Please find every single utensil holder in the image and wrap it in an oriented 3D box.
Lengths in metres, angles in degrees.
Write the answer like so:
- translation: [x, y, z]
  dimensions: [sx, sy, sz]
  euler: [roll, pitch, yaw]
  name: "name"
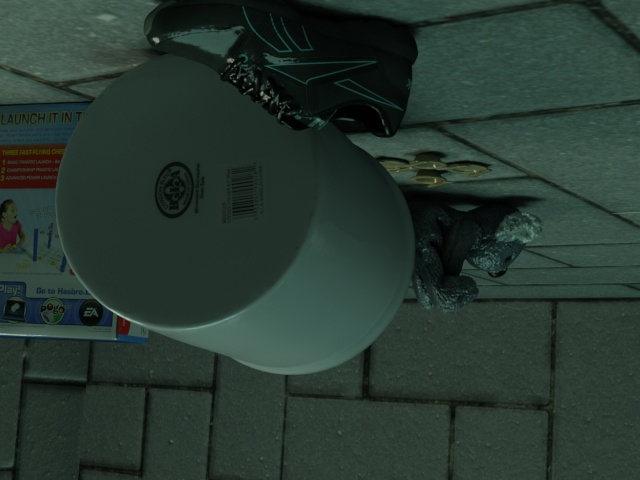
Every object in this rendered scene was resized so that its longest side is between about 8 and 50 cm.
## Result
- translation: [-0.088, -0.020, 1.316]
  dimensions: [0.327, 0.327, 0.385]
  euler: [1, 169, 18]
  name: "utensil holder"

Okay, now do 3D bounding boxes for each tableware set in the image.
- translation: [0.159, -0.105, 1.657]
  dimensions: [0.169, 0.020, 0.141]
  euler: [10, 169, -36]
  name: "tableware set"

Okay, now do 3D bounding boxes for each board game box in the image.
- translation: [-0.368, -0.022, 1.458]
  dimensions: [0.308, 0.302, 0.086]
  euler: [1, 172, 19]
  name: "board game box"

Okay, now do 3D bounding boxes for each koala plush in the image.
- translation: [0.264, -0.002, 1.922]
  dimensions: [0.221, 0.203, 0.196]
  euler: [-17, -177, -7]
  name: "koala plush"

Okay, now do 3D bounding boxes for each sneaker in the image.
- translation: [-0.033, -0.164, 1.043]
  dimensions: [0.267, 0.106, 0.101]
  euler: [7, 172, -16]
  name: "sneaker"
